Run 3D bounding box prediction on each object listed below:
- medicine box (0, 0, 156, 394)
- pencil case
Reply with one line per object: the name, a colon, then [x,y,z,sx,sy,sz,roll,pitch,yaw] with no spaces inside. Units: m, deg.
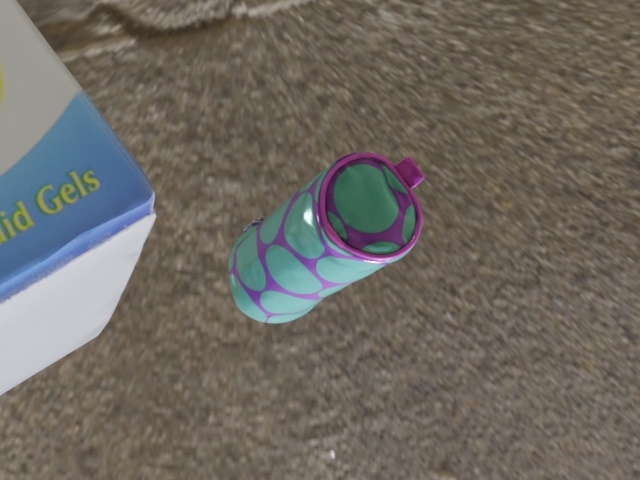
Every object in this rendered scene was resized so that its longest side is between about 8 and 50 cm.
medicine box: [-0.256,-0.036,0.605,0.263,0.149,0.289,-33,80,-28]
pencil case: [0.000,0.000,0.916,0.070,0.152,0.064,-34,91,-28]
